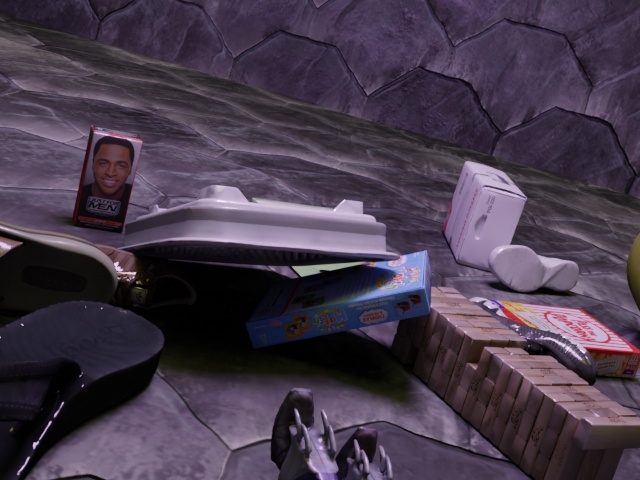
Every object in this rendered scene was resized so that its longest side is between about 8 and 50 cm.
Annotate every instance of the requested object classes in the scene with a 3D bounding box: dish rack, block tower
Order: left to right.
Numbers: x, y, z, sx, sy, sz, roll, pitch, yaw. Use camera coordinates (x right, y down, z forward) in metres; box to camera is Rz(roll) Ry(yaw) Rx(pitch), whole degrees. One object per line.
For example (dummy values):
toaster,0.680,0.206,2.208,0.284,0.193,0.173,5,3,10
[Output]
dish rack,-0.090,-0.011,1.082,0.285,0.072,0.333,4,-6,-28
block tower,0.207,0.162,0.993,0.091,0.097,0.335,5,17,-32

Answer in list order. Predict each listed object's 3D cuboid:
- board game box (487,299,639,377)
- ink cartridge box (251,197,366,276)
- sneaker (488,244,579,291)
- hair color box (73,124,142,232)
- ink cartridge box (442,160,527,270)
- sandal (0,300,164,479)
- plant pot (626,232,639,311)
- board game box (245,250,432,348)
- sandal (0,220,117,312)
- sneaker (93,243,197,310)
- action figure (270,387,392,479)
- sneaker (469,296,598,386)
board game box,0.349,0.144,1.264,0.193,0.045,0.147,8,18,-27
ink cartridge box,0.000,0.000,1.401,0.171,0.056,0.235,7,16,-30
sneaker,0.368,0.051,1.568,0.212,0.080,0.094,13,3,-34
hair color box,-0.307,-0.088,1.238,0.072,0.141,0.043,9,18,-22
ink cartridge box,0.313,-0.050,1.668,0.092,0.158,0.218,16,17,-2
sandal,-0.268,0.107,0.693,0.167,0.107,0.446,19,17,9
plant pot,0.619,0.118,1.299,0.275,0.275,0.293,17,33,4
board game box,0.029,0.069,1.052,0.211,0.039,0.160,-13,12,11
sandal,-0.347,0.035,0.860,0.303,0.120,0.086,7,32,-29
sneaker,-0.228,0.046,1.002,0.188,0.066,0.071,2,19,-40
action figure,0.034,0.229,0.602,0.185,0.099,0.285,19,18,-23
sneaker,0.245,0.142,1.129,0.106,0.078,0.234,-2,20,-40
